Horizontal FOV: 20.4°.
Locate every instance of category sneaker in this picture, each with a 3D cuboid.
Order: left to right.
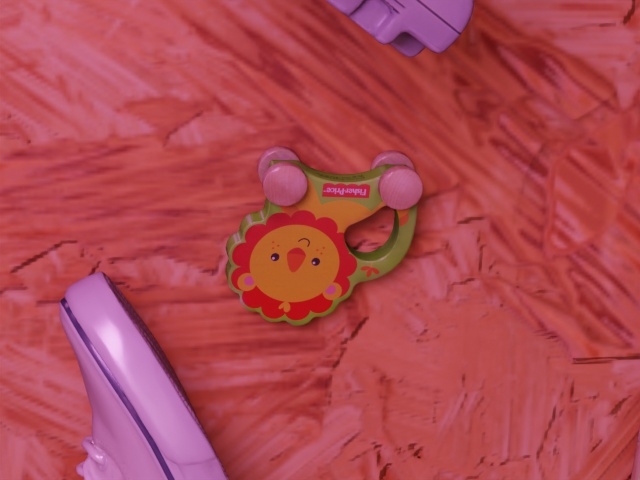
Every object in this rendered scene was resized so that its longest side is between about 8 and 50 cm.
[{"bbox_3d":[-0.092,0.142,0.942,0.091,0.094,0.258,-25,110,-7],"label":"sneaker"}]

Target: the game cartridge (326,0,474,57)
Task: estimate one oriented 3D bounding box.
[{"bbox_3d":[-0.066,-0.201,0.789,0.297,0.198,0.062,36,106,-18],"label":"game cartridge"}]

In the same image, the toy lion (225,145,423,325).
[{"bbox_3d":[0.000,0.000,0.952,0.100,0.034,0.096,1,113,-11],"label":"toy lion"}]

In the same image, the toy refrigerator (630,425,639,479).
[{"bbox_3d":[0.235,0.071,0.975,0.094,0.102,0.269,3,106,-11],"label":"toy refrigerator"}]
